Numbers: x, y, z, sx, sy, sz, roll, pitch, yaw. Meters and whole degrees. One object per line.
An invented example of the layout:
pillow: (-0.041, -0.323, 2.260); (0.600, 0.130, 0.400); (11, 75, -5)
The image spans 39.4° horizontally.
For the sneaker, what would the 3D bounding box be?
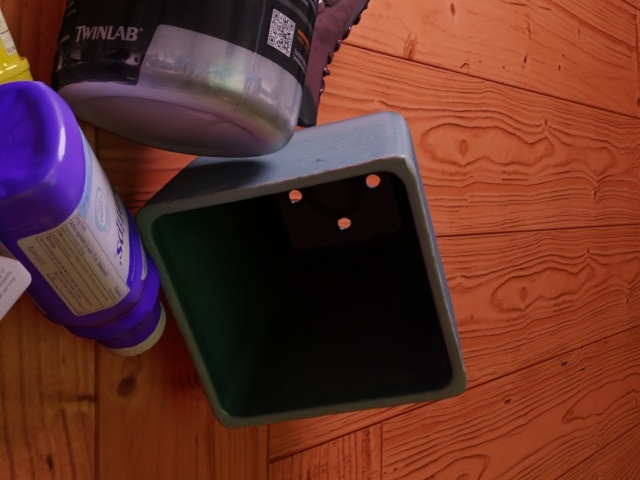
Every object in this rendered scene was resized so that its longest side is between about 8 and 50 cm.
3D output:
sneaker: (-0.010, -0.218, 0.996); (0.281, 0.106, 0.163); (-37, 128, -35)

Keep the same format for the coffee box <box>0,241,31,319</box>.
coffee box: (-0.329, -0.040, 0.494); (0.119, 0.168, 0.297); (-60, 137, -32)

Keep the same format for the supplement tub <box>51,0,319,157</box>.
supplement tub: (-0.096, -0.256, 0.767); (0.207, 0.207, 0.338); (22, 75, -53)

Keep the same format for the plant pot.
plant pot: (0.000, 0.000, 0.898); (0.252, 0.247, 0.248); (-77, 153, -61)

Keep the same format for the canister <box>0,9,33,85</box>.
canister: (-0.287, -0.167, 0.624); (0.126, 0.073, 0.170); (-39, 122, -45)

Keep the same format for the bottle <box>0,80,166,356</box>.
bottle: (-0.189, 0.005, 0.692); (0.283, 0.092, 0.118); (76, -3, -58)
